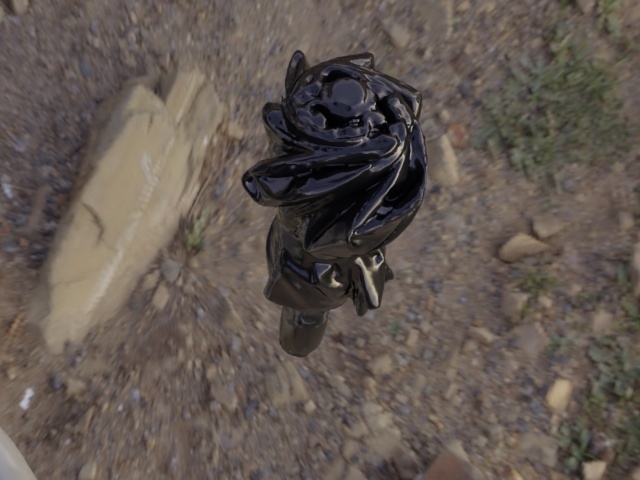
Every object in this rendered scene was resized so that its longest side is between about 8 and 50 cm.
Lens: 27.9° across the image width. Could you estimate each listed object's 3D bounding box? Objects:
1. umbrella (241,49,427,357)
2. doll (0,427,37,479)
[{"bbox_3d":[0.000,0.000,0.874,0.118,0.340,0.118,4,62,-7],"label":"umbrella"},{"bbox_3d":[-0.165,0.301,0.821,0.376,0.365,0.187,33,93,-1],"label":"doll"}]
